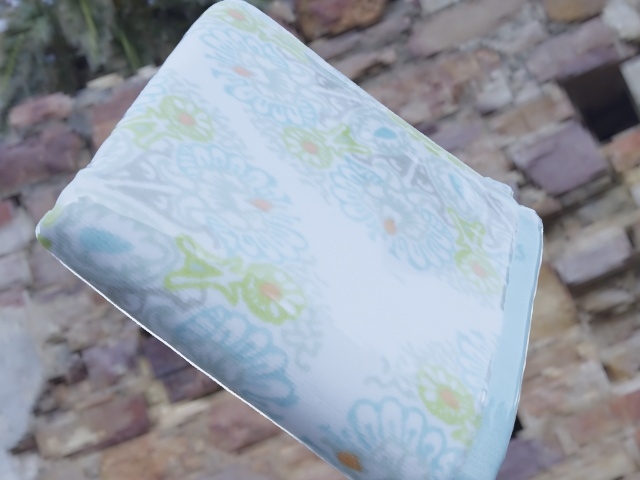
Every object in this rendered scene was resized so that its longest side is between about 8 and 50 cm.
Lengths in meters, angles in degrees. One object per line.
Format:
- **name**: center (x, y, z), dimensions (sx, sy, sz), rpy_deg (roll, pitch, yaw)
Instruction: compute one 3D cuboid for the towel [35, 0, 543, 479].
- **towel**: center (0.000, 0.000, 1.056), dimensions (0.090, 0.320, 0.374), rpy_deg (-52, 8, 29)
